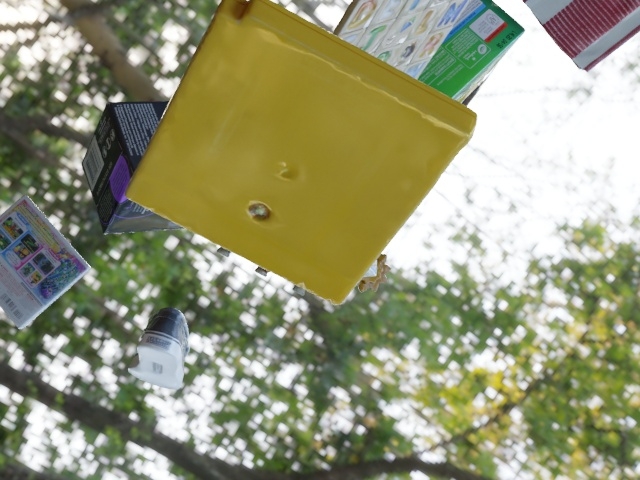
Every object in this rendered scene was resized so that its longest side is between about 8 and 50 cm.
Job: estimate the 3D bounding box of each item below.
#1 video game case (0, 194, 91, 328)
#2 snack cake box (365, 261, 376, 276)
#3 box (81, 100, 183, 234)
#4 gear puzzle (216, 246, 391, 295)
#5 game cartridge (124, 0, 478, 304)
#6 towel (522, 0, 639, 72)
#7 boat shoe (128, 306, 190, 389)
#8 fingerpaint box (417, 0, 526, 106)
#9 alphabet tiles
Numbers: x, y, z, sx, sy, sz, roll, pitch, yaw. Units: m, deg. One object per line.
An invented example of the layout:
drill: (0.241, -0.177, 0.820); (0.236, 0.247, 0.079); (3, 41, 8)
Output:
video game case: (-0.458, 0.033, 1.989); (0.143, 0.157, 0.019); (-42, 172, -6)
snack cake box: (0.000, 0.000, 1.996); (0.264, 0.152, 0.089); (48, 42, -79)
box: (-0.212, -0.117, 2.017); (0.165, 0.270, 0.143); (-54, -131, 47)
gear puzzle: (-0.022, 0.009, 2.304); (0.175, 0.339, 0.044); (-61, -162, 4)
game cartridge: (-0.031, -0.090, 1.381); (0.323, 0.285, 0.052); (-54, -168, 44)
towel: (0.430, -0.471, 2.145); (0.237, 0.329, 0.037); (-38, -164, 17)
boat shoe: (-0.299, 0.202, 2.447); (0.301, 0.108, 0.102); (108, 1, -67)
fingerpaint box: (0.148, -0.235, 2.447); (0.445, 0.163, 0.371); (-43, 173, -40)
alphabet tiles: (0.084, -0.244, 1.612); (0.285, 0.011, 0.342); (-25, 157, -45)
